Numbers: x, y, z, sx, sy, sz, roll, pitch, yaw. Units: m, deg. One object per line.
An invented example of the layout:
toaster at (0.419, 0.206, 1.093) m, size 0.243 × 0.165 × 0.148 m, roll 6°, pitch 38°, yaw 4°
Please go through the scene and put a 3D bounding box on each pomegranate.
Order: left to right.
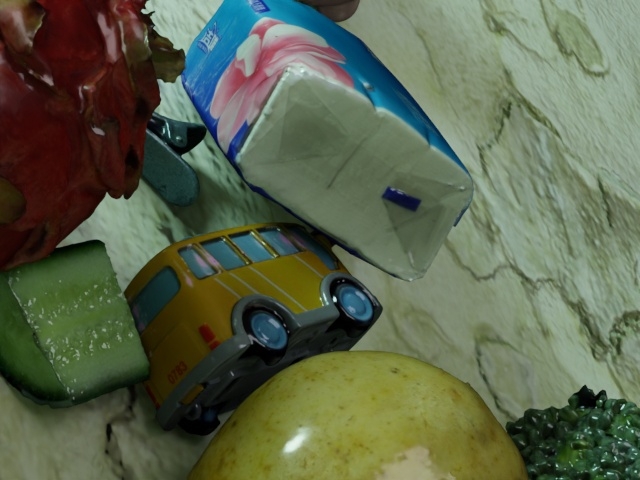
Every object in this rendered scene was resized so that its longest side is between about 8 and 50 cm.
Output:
pomegranate at (0.032, 0.209, 1.235) m, size 0.260 × 0.260 × 0.260 m, roll 26°, pitch 45°, yaw -29°

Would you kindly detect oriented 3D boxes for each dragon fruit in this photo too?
dragon fruit at (-0.260, -0.102, 1.157) m, size 0.342 × 0.277 × 0.277 m, roll -24°, pitch 78°, yaw -28°

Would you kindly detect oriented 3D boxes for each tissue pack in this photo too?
tissue pack at (0.005, -0.102, 1.449) m, size 0.209 × 0.137 × 0.270 m, roll 34°, pitch 10°, yaw -23°

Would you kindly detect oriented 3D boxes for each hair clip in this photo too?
hair clip at (-0.219, -0.117, 1.401) m, size 0.275 × 0.048 × 0.083 m, roll 25°, pitch 47°, yaw -23°

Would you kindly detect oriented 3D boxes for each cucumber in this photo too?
cucumber at (-0.194, 0.066, 1.260) m, size 0.115 × 0.062 × 0.116 m, roll -18°, pitch 88°, yaw -49°

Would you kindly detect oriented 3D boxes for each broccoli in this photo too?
broccoli at (0.275, 0.280, 1.492) m, size 0.288 × 0.247 × 0.246 m, roll -97°, pitch 169°, yaw -46°

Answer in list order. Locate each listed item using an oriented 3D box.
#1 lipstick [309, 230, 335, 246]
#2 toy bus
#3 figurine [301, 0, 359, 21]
lipstick at (0.000, 0.000, 1.535) m, size 0.027 × 0.027 × 0.176 m, roll 54°, pitch 37°, yaw 2°
toy bus at (-0.061, 0.059, 1.352) m, size 0.209 × 0.126 × 0.136 m, roll -13°, pitch 62°, yaw -49°
figurine at (0.007, -0.317, 1.682) m, size 0.173 × 0.173 × 0.173 m, roll 26°, pitch 45°, yaw -29°
